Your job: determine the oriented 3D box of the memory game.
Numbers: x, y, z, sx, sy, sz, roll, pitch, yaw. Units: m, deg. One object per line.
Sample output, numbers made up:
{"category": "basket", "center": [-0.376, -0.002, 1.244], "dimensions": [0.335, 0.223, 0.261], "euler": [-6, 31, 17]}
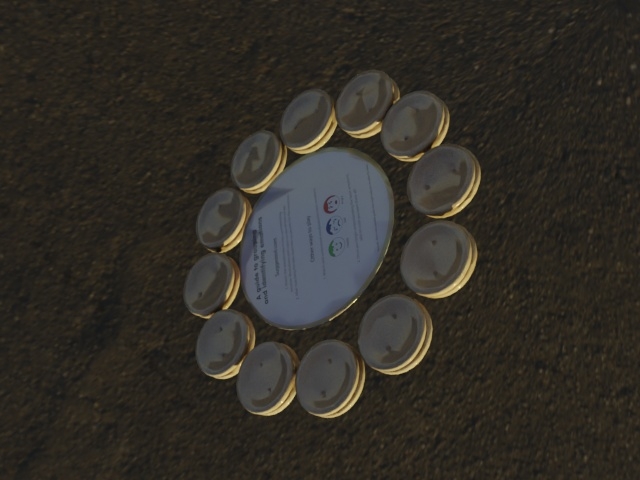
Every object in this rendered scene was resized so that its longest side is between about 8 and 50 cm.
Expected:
{"category": "memory game", "center": [0.000, 0.000, 0.483], "dimensions": [0.186, 0.012, 0.186], "euler": [-18, 59, 33]}
